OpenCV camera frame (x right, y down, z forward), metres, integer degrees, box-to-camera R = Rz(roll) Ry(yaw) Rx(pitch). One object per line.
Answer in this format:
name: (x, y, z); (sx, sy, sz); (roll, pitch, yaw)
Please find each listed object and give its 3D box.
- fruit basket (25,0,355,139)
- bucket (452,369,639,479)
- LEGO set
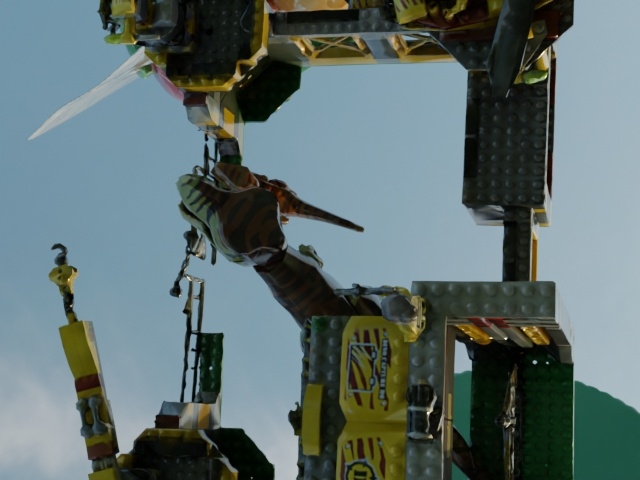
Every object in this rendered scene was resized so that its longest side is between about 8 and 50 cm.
fruit basket: (-0.061, -0.211, 0.872); (0.353, 0.327, 0.165); (-31, -82, -30)
bucket: (0.156, 0.243, 0.844); (0.281, 0.183, 0.281); (4, -151, -2)
LEGO set: (0.000, 0.000, 0.429); (0.255, 0.192, 0.331); (9, -97, 17)
